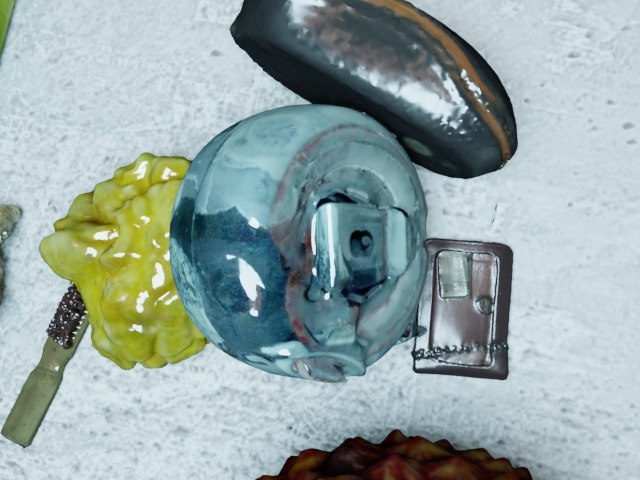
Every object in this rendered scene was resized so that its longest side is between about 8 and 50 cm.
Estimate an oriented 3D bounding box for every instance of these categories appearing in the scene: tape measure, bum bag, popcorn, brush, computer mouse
[{"bbox_3d":[0.000,0.000,0.566,0.147,0.275,0.256,0,96,45],"label":"tape measure"},{"bbox_3d":[0.163,0.078,0.678,0.109,0.026,0.159,5,84,6],"label":"bum bag"},{"bbox_3d":[-0.185,0.019,0.625,0.203,0.200,0.225,21,119,-23],"label":"popcorn"},{"bbox_3d":[-0.328,0.140,0.721,0.043,0.036,0.247,28,92,10],"label":"brush"},{"bbox_3d":[0.061,-0.177,0.611,0.323,0.183,0.116,31,82,6],"label":"computer mouse"}]

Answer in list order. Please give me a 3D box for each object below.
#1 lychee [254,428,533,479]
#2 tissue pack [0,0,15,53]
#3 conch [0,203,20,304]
[{"bbox_3d":[0.090,0.379,0.495,0.500,0.425,0.424,27,93,-33],"label":"lychee"},{"bbox_3d":[-0.510,-0.211,0.680,0.201,0.167,0.274,15,90,4],"label":"tissue pack"},{"bbox_3d":[-0.441,0.034,0.688,0.156,0.130,0.207,28,78,-7],"label":"conch"}]
